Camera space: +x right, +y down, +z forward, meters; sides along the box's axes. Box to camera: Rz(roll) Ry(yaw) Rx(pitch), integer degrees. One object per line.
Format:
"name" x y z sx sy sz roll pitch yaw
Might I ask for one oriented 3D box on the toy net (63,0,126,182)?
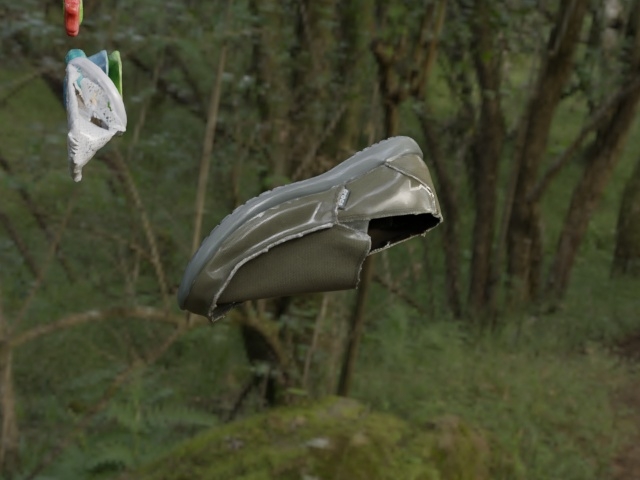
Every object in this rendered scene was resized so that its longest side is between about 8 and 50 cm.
"toy net" -0.159 -0.115 0.854 0.045 0.122 0.232 0 18 -12

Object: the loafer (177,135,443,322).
"loafer" 0.000 0.000 0.971 0.251 0.094 0.087 -30 71 -22
